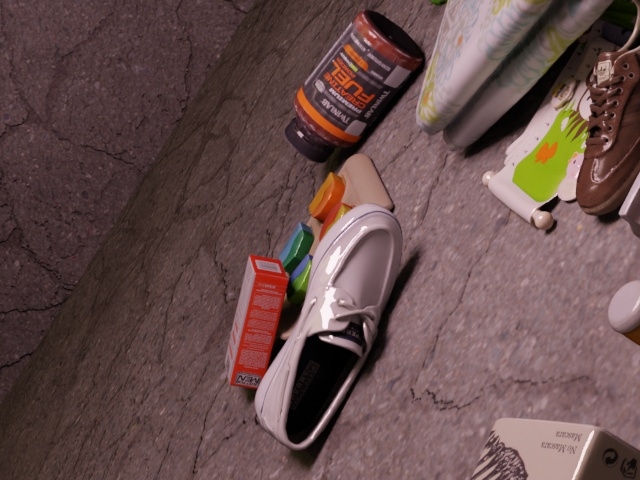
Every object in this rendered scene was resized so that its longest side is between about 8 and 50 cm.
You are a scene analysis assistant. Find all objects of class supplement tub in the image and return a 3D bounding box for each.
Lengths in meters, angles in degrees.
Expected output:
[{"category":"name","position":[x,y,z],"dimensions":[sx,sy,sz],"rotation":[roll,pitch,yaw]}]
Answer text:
[{"category":"supplement tub","position":[0.037,-0.194,1.540],"dimensions":[0.198,0.106,0.106],"rotation":[-51,20,24]}]

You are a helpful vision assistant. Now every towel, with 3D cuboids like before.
[{"category":"towel","position":[0.218,-0.293,1.140],"dimensions":[0.374,0.090,0.321],"rotation":[129,160,-62]}]

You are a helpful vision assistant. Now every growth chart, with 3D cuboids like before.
[{"category":"growth chart","position":[0.230,-0.122,1.062],"dimensions":[0.237,0.021,0.172],"rotation":[-59,19,1]}]

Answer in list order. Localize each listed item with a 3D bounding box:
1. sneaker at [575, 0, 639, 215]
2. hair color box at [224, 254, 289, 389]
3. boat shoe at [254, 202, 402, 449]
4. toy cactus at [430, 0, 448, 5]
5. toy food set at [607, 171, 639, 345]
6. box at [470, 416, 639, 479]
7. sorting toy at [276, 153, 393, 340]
[{"category":"sneaker","position":[0.237,-0.113,0.944],"dimensions":[0.188,0.071,0.066],"rotation":[-62,20,-11]},{"category":"hair color box","position":[-0.077,0.096,1.396],"dimensions":[0.072,0.043,0.141],"rotation":[-117,40,-70]},{"category":"boat shoe","position":[0.021,0.089,1.178],"dimensions":[0.258,0.095,0.084],"rotation":[-68,22,4]},{"category":"toy cactus","position":[0.180,-0.399,1.528],"dimensions":[0.180,0.112,0.219],"rotation":[-31,23,37]},{"category":"toy food set","position":[0.243,-0.049,0.775],"dimensions":[0.232,0.104,0.111],"rotation":[-61,18,-7]},{"category":"box","position":[0.110,0.244,0.673],"dimensions":[0.275,0.094,0.113],"rotation":[-64,19,-17]},{"category":"sorting toy","position":[0.000,0.000,1.432],"dimensions":[0.208,0.038,0.193],"rotation":[-53,19,15]}]
